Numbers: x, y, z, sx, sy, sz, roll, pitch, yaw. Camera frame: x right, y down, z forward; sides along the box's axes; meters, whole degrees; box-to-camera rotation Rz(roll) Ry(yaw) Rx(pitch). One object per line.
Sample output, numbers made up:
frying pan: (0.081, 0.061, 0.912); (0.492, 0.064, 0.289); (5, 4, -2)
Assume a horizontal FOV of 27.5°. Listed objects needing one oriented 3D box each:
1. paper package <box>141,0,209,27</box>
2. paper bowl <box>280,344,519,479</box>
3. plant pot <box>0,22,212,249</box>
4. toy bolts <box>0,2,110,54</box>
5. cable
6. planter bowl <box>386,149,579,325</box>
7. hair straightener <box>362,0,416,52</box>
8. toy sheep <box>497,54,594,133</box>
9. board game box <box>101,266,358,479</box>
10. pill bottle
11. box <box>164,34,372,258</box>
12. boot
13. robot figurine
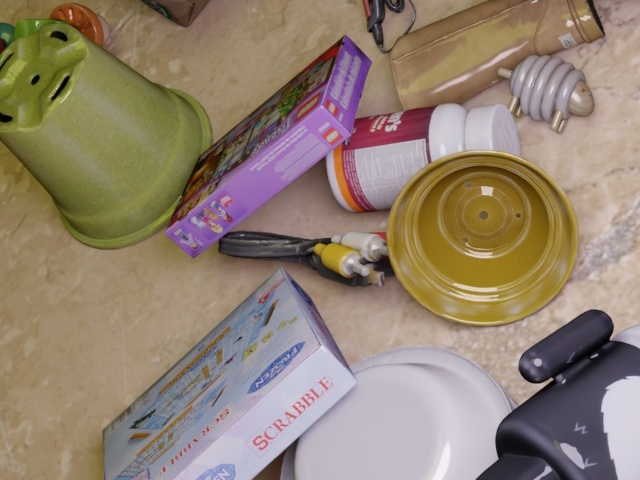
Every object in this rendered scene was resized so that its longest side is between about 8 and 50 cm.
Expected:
paper package: (-0.254, -0.548, 2.005); (0.325, 0.168, 0.309); (40, 95, 13)
paper bowl: (0.087, 0.248, 1.416); (0.284, 0.148, 0.284); (-17, 54, 24)
plant pot: (-0.337, -0.165, 1.860); (0.276, 0.254, 0.276); (-15, 56, 24)
toy bolts: (-0.453, -0.280, 2.118); (0.229, 0.158, 0.218); (11, 108, 25)
cable: (0.000, 0.000, 1.637); (0.287, 0.139, 0.072); (17, 117, 41)
planter bowl: (0.189, -0.016, 1.520); (0.217, 0.217, 0.090); (-25, 16, 17)
hair straightener: (0.083, -0.375, 1.809); (0.089, 0.047, 0.230); (-12, 85, 36)
toy sheep: (0.275, -0.185, 1.605); (0.132, 0.091, 0.091); (24, 76, 20)
board game box: (-0.120, 0.197, 1.527); (0.319, 0.066, 0.318); (-43, 17, 3)
pill bottle: (0.128, -0.104, 1.622); (0.221, 0.121, 0.121); (-7, 59, 28)
box: (-0.067, -0.122, 1.694); (0.293, 0.057, 0.201); (-37, 21, 29)
boot: (0.213, -0.301, 1.713); (0.270, 0.089, 0.236); (-23, 52, 20)
robot figurine: (0.285, 0.199, 1.271); (0.278, 0.209, 0.173); (-33, 45, -19)
